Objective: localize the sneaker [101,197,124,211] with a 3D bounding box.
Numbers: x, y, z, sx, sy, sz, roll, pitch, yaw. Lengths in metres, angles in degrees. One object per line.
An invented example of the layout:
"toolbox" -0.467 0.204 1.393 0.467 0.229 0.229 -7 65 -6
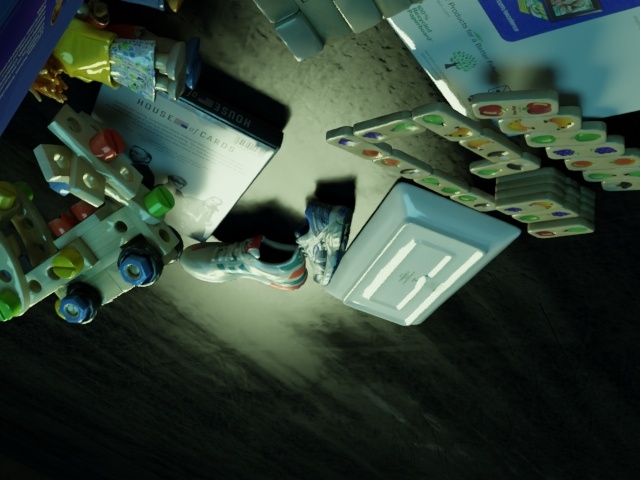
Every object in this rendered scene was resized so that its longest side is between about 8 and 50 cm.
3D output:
"sneaker" -0.262 -0.024 0.933 0.044 0.040 0.109 0 166 -27

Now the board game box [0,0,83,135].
"board game box" -0.207 -0.204 0.344 0.233 0.347 0.078 24 148 -12

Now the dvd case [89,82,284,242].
"dvd case" -0.165 -0.088 0.802 0.179 0.029 0.239 26 146 -15

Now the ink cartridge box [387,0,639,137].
"ink cartridge box" 0.212 -0.161 0.466 0.333 0.065 0.165 -5 142 42

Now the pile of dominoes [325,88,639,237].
"pile of dominoes" 0.156 -0.052 0.621 0.251 0.040 0.196 17 162 -42

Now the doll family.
"doll family" -0.182 -0.189 0.555 0.163 0.118 0.263 12 142 -1

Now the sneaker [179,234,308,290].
"sneaker" -0.094 0.015 0.909 0.161 0.057 0.075 9 145 4

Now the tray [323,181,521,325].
"tray" 0.105 0.035 0.874 0.145 0.030 0.270 20 148 -8

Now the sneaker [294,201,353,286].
"sneaker" 0.000 0.000 0.856 0.058 0.052 0.135 22 141 9

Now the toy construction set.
"toy construction set" -0.282 -0.020 0.814 0.328 0.151 0.215 -26 105 39

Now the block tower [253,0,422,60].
"block tower" 0.096 -0.205 0.346 0.335 0.097 0.091 -21 143 19
